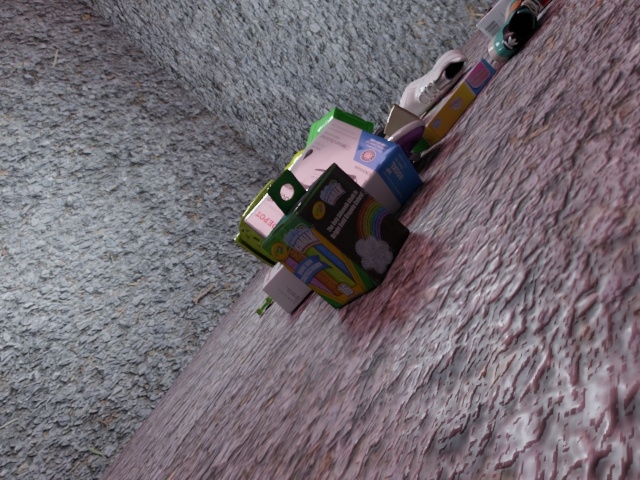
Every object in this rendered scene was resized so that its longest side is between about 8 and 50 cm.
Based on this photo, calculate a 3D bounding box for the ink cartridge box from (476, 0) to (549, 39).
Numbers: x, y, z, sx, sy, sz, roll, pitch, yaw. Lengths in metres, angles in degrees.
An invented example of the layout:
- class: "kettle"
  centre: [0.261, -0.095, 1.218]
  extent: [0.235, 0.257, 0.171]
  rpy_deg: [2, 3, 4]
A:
- class: "ink cartridge box"
  centre: [0.748, -0.896, 1.928]
  extent: [0.272, 0.130, 0.309]
  rpy_deg: [-41, 10, 44]

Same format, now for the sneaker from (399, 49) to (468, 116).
- class: "sneaker"
  centre: [0.382, -0.529, 1.780]
  extent: [0.297, 0.111, 0.129]
  rpy_deg: [-48, 12, 16]

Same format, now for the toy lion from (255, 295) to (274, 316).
- class: "toy lion"
  centre: [-0.219, 0.257, 2.098]
  extent: [0.100, 0.034, 0.096]
  rpy_deg: [-50, 0, -6]

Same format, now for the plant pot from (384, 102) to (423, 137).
- class: "plant pot"
  centre: [0.266, -0.382, 1.724]
  extent: [0.096, 0.109, 0.109]
  rpy_deg: [-61, 2, 21]

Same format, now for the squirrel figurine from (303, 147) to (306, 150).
- class: "squirrel figurine"
  centre: [0.053, -0.334, 2.328]
  extent: [0.397, 0.280, 0.370]
  rpy_deg: [-24, -24, 3]

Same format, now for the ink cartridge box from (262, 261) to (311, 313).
- class: "ink cartridge box"
  centre: [-0.042, 0.065, 1.627]
  extent: [0.289, 0.121, 0.211]
  rpy_deg: [-48, 7, 5]

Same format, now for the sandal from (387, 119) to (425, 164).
- class: "sandal"
  centre: [0.253, -0.244, 1.636]
  extent: [0.169, 0.102, 0.416]
  rpy_deg: [-35, -9, -13]

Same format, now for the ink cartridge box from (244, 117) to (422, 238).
- class: "ink cartridge box"
  centre: [0.028, -0.105, 1.415]
  extent: [0.395, 0.166, 0.285]
  rpy_deg: [-50, 46, -5]

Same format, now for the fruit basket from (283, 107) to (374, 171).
- class: "fruit basket"
  centre: [0.023, -0.278, 2.012]
  extent: [0.392, 0.283, 0.391]
  rpy_deg: [-160, 90, -78]

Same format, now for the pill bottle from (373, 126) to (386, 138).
- class: "pill bottle"
  centre: [0.302, -0.500, 2.584]
  extent: [0.122, 0.123, 0.219]
  rpy_deg: [-49, 6, 3]

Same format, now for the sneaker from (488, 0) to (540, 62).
- class: "sneaker"
  centre: [0.641, -0.697, 1.643]
  extent: [0.302, 0.108, 0.121]
  rpy_deg: [-60, 11, -19]

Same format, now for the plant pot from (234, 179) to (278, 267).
- class: "plant pot"
  centre: [-0.167, -0.041, 1.892]
  extent: [0.207, 0.228, 0.227]
  rpy_deg: [-51, 6, 50]

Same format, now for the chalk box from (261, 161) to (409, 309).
- class: "chalk box"
  centre: [0.007, -0.026, 1.120]
  extent: [0.179, 0.289, 0.180]
  rpy_deg: [-40, 11, 51]

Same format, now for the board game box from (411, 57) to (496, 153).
- class: "board game box"
  centre: [0.416, -0.435, 1.744]
  extent: [0.316, 0.064, 0.242]
  rpy_deg: [-50, 7, -13]

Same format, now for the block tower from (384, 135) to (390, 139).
- class: "block tower"
  centre: [0.301, -0.393, 2.125]
  extent: [0.091, 0.097, 0.335]
  rpy_deg: [-39, 11, 52]
